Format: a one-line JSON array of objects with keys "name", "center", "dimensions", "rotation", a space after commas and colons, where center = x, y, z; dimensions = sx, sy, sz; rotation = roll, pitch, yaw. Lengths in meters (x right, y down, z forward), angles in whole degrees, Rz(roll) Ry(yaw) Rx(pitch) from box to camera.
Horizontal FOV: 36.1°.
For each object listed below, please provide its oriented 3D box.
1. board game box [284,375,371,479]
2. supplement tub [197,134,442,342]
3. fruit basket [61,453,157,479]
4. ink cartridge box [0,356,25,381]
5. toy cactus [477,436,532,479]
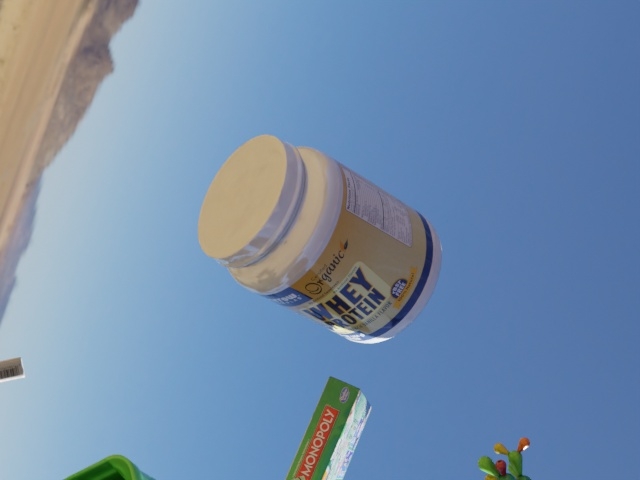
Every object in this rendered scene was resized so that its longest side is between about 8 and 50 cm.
[{"name": "board game box", "center": [0.004, 0.306, 1.345], "dimensions": [0.317, 0.046, 0.214], "rotation": [69, 45, -75]}, {"name": "supplement tub", "center": [0.000, 0.000, 1.455], "dimensions": [0.228, 0.316, 0.228], "rotation": [-31, -136, 36]}, {"name": "fruit basket", "center": [-0.375, 0.477, 1.304], "dimensions": [0.392, 0.392, 0.283], "rotation": [-50, -124, 50]}, {"name": "ink cartridge box", "center": [-0.660, 0.264, 1.918], "dimensions": [0.179, 0.145, 0.045], "rotation": [154, -76, -67]}, {"name": "toy cactus", "center": [0.405, 0.479, 1.877], "dimensions": [0.112, 0.219, 0.180], "rotation": [-45, -158, 17]}]
